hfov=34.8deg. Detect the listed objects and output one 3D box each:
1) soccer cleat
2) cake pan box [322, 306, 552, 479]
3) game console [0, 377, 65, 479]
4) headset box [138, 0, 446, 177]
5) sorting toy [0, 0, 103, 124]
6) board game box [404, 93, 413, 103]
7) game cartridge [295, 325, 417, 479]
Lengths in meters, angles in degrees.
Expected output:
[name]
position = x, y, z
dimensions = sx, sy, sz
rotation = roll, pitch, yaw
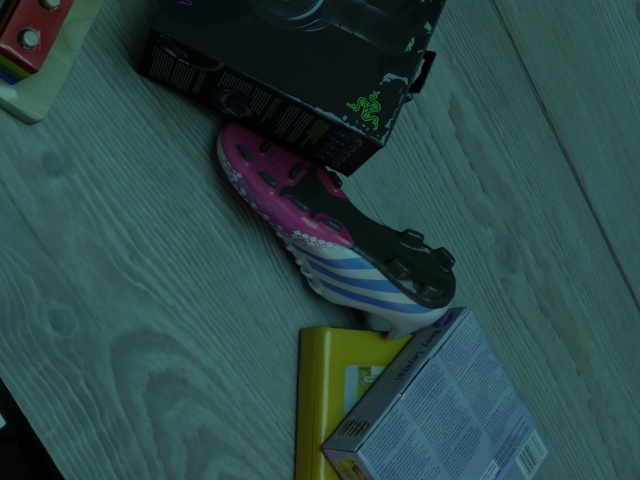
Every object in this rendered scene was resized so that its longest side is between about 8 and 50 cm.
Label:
[soccer cleat]
position = 0.000, 0.000, 1.179
dimensions = 0.331, 0.143, 0.116
rotation = 38, 45, -4
[cake pan box]
position = 0.154, 0.249, 1.237
dimensions = 0.267, 0.070, 0.246
rotation = -47, 116, -32
[game console]
position = -0.414, 0.199, 0.848
dimensions = 0.342, 0.060, 0.387
rotation = -41, 111, -41
[headset box]
position = -0.013, -0.238, 1.101
dimensions = 0.283, 0.131, 0.246
rotation = 27, 73, -9
[sorting toy]
position = -0.310, -0.289, 0.966
dimensions = 0.257, 0.089, 0.256
rotation = 34, 64, -31
[board game box]
position = 0.013, -0.264, 1.249
dimensions = 0.194, 0.060, 0.194
rotation = -1, 82, -36
[game cartridge]
position = 0.093, 0.275, 1.253
dimensions = 0.285, 0.052, 0.324
rotation = 8, 78, -39
